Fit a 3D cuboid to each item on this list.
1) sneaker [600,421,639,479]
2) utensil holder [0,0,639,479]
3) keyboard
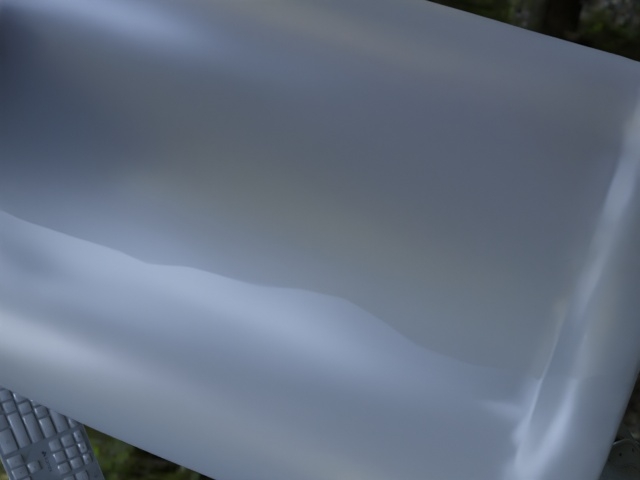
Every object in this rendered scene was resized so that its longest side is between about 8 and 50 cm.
[{"bbox_3d":[0.224,0.188,0.888,0.099,0.262,0.121,-149,77,-73],"label":"sneaker"},{"bbox_3d":[0.000,0.000,0.737,0.327,0.386,0.327,19,-90,-78],"label":"utensil holder"},{"bbox_3d":[-0.245,0.127,0.997,0.014,0.072,0.256,25,135,66],"label":"keyboard"}]
